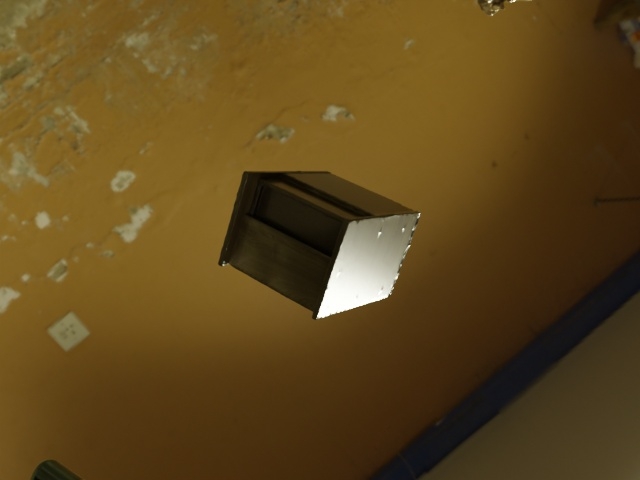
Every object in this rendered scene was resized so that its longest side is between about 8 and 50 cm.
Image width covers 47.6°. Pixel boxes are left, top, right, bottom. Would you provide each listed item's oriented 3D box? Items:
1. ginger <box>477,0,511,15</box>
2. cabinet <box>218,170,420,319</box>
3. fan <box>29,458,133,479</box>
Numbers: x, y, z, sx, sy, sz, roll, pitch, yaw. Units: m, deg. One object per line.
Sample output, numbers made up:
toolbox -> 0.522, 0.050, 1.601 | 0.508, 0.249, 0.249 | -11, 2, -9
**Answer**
ginger -> 0.148, -0.232, 0.457 | 0.095, 0.069, 0.190 | 100, 15, -82
cabinet -> 0.000, 0.000, 1.019 | 0.215, 0.175, 0.148 | -8, 120, -59
fan -> -0.196, 0.231, 0.609 | 0.155, 0.039, 0.082 | 16, -91, 34
